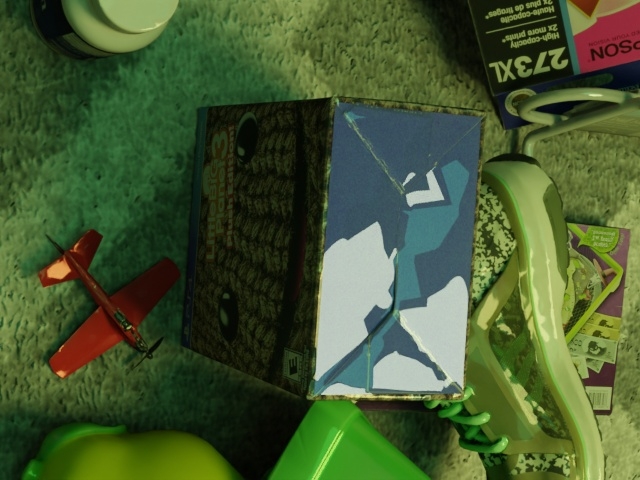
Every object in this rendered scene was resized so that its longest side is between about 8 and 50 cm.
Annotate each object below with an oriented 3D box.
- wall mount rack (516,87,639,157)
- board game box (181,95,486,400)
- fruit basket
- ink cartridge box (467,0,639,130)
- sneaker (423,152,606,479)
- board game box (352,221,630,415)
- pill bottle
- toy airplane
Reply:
[{"bbox_3d":[0.377,-0.079,1.266,0.350,0.304,0.131,3,83,-30],"label":"wall mount rack"},{"bbox_3d":[0.000,0.000,1.101,0.141,0.291,0.232,3,92,-25],"label":"board game box"},{"bbox_3d":[-0.082,0.294,1.145,0.392,0.283,0.392,-3,72,10],"label":"fruit basket"},{"bbox_3d":[0.222,-0.251,1.200,0.175,0.069,0.371,-13,132,11],"label":"ink cartridge box"},{"bbox_3d":[0.138,0.126,1.201,0.182,0.158,0.411,-6,82,-25],"label":"sneaker"},{"bbox_3d":[0.166,0.074,1.327,0.346,0.056,0.208,5,95,-27],"label":"board game box"},{"bbox_3d":[-0.178,-0.202,1.066,0.094,0.169,0.094,-2,94,-26],"label":"pill bottle"},{"bbox_3d":[-0.196,0.051,1.155,0.151,0.028,0.151,-3,96,-25],"label":"toy airplane"}]
